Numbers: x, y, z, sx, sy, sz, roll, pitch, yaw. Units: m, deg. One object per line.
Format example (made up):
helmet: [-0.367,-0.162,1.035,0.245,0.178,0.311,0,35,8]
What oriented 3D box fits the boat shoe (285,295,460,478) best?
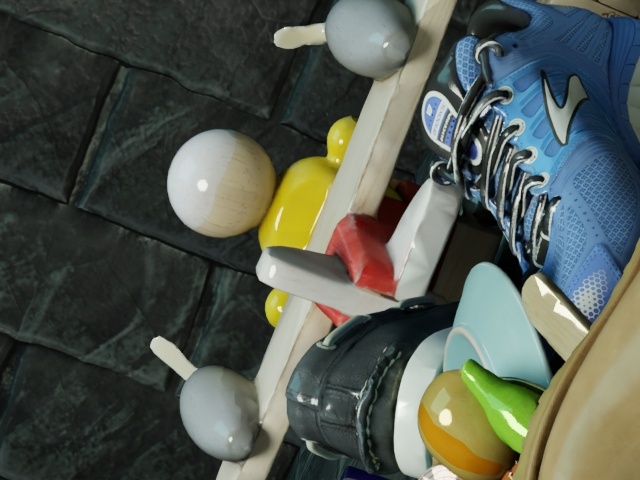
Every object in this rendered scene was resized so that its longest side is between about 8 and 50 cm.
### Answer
boat shoe: [0.064,0.083,1.123,0.302,0.091,0.114,14,-95,-73]

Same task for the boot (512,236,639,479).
boot: [0.159,0.012,0.597,0.269,0.089,0.236,120,171,-67]

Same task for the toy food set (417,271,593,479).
toy food set: [0.088,0.122,0.834,0.038,0.132,0.192,-18,-36,-40]

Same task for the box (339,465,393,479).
box: [0.024,0.274,1.454,0.137,0.072,0.126,-75,6,-65]

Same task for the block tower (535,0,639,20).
block tower: [0.209,-0.190,1.243,0.097,0.091,0.335,119,173,-78]

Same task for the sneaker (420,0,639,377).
sneaker: [0.121,-0.030,1.008,0.330,0.147,0.130,-84,14,-55]

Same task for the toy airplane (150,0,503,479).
toy airplane: [0.000,0.000,1.386,0.384,0.272,0.386,102,-166,-55]

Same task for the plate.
plate: [0.091,0.105,0.924,0.188,0.024,0.188,171,90,-80]
